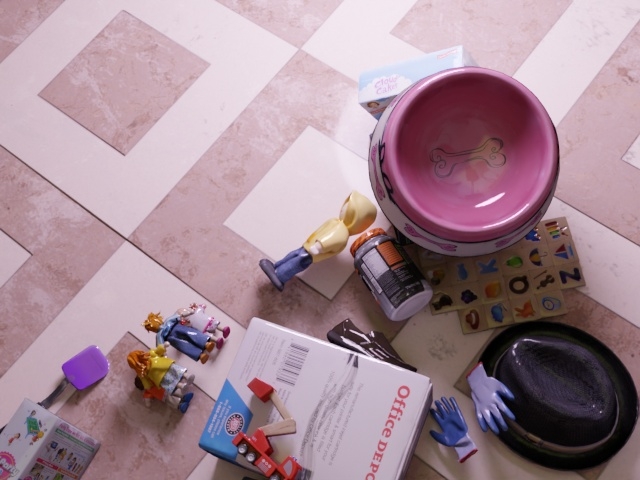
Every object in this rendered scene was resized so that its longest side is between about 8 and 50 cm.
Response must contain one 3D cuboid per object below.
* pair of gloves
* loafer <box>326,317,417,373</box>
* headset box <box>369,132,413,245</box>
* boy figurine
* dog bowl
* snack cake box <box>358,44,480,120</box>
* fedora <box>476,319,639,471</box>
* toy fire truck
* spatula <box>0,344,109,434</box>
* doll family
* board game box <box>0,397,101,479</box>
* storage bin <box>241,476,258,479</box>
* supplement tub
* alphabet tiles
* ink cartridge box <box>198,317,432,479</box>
[{"bbox_3d":[0.301,0.350,1.786,0.198,0.023,0.159,-48,39,19],"label":"pair of gloves"},{"bbox_3d":[0.118,0.230,1.892,0.220,0.080,0.078,29,73,20],"label":"loafer"},{"bbox_3d":[0.260,-0.145,2.013,0.283,0.131,0.246,-14,60,2],"label":"headset box"},{"bbox_3d":[0.000,0.000,1.967,0.285,0.177,0.092,-38,96,5],"label":"boy figurine"},{"bbox_3d":[0.302,-0.171,1.828,0.408,0.150,0.408,0,85,2],"label":"dog bowl"},{"bbox_3d":[0.237,-0.349,2.052,0.264,0.152,0.089,-9,68,31],"label":"snack cake box"},{"bbox_3d":[0.474,0.289,1.773,0.334,0.152,0.334,-3,65,7],"label":"fedora"},{"bbox_3d":[-0.093,0.369,1.694,0.192,0.047,0.135,39,79,21],"label":"toy fire truck"},{"bbox_3d":[-0.600,0.350,1.971,0.296,0.030,0.084,-40,68,-11],"label":"spatula"},{"bbox_3d":[-0.325,0.235,1.934,0.163,0.118,0.263,23,71,18],"label":"doll family"},{"bbox_3d":[-0.602,0.498,1.796,0.097,0.224,0.303,24,70,21],"label":"board game box"},{"bbox_3d":[-0.122,0.542,1.784,0.135,0.098,0.091,14,40,15],"label":"storage bin"},{"bbox_3d":[0.150,0.072,1.942,0.117,0.117,0.190,-30,64,-6],"label":"supplement tub"},{"bbox_3d":[0.397,0.055,1.973,0.342,0.011,0.285,-11,64,3],"label":"alphabet tiles"},{"bbox_3d":[0.000,0.365,1.798,0.395,0.166,0.285,18,71,16],"label":"ink cartridge box"}]
